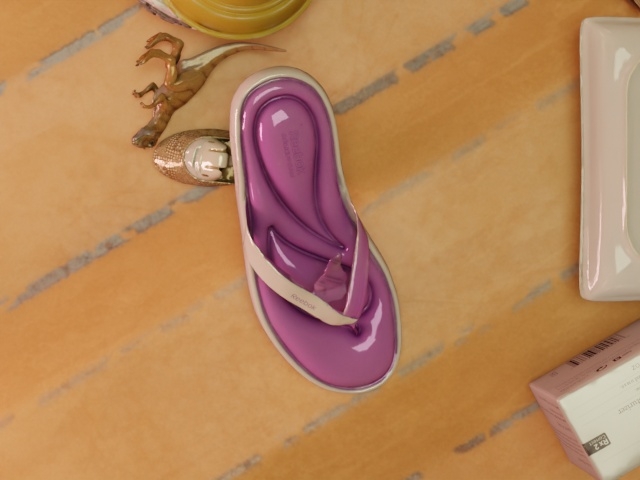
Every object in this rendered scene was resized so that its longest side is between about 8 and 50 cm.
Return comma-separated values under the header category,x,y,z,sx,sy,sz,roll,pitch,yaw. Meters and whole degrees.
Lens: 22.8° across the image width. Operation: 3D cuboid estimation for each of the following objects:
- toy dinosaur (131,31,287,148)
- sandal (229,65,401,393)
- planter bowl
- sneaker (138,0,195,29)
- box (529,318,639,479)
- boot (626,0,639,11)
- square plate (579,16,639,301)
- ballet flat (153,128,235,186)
category,x,y,z,sx,sy,sz,roll,pitch,yaw
toy dinosaur,-0.159,-0.202,1.909,0.211,0.064,0.112,-42,112,7
sandal,-0.015,0.006,1.852,0.169,0.102,0.416,-20,108,-3
planter bowl,-0.089,-0.345,1.817,0.217,0.090,0.217,1,86,-13
sneaker,-0.198,-0.340,1.880,0.232,0.090,0.115,35,88,-5
box,0.364,0.184,1.884,0.181,0.182,0.119,-30,93,-3
boot,0.441,-0.336,1.938,0.197,0.073,0.152,37,87,8
square plate,0.485,-0.098,1.912,0.347,0.049,0.344,0,91,-5
ballet flat,-0.098,-0.097,1.902,0.206,0.067,0.073,3,91,-4
